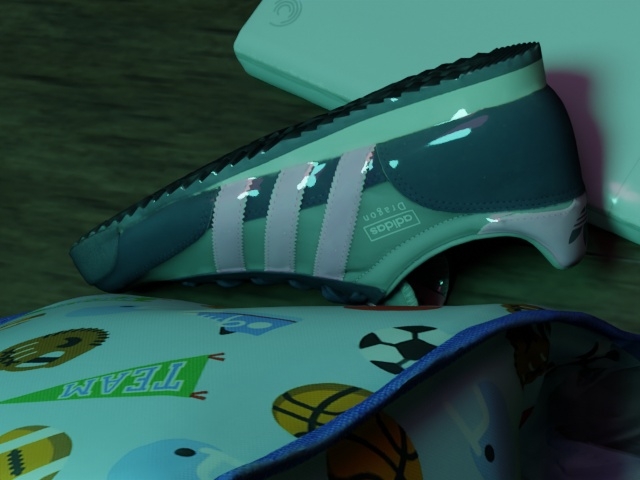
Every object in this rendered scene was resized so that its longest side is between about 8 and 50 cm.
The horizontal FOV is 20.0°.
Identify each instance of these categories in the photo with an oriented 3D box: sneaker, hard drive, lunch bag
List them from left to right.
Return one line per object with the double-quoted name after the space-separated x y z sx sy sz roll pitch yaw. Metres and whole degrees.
-0.045 0.136 0.816 0.327 0.239 0.385 -1 16 32 "lunch bag"
0.000 0.000 1.018 0.319 0.131 0.112 -19 9 32 "sneaker"
0.122 -0.135 1.084 0.307 0.040 0.203 26 73 32 "hard drive"
